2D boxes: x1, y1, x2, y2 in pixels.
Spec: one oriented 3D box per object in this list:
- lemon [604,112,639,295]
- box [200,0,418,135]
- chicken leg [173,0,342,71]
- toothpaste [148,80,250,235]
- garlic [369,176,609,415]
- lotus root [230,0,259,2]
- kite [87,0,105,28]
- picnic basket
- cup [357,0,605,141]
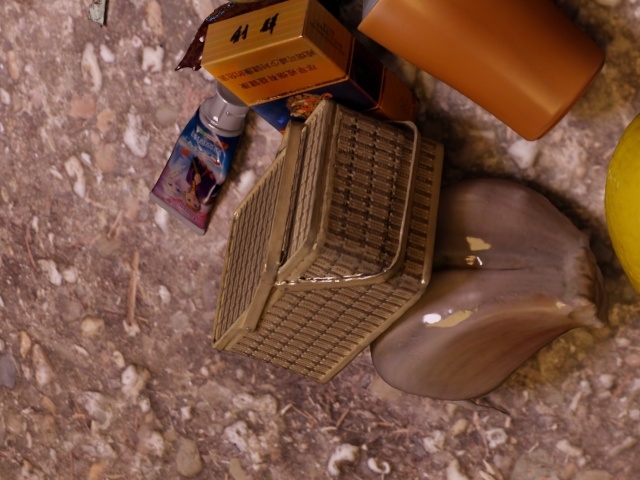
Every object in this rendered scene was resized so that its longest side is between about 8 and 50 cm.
[{"bbox_3d":[0.427,-0.027,1.690,0.245,0.245,0.320,3,121,30],"label":"lemon"},{"bbox_3d":[-0.010,-0.187,1.898,0.152,0.070,0.237,-12,148,34],"label":"box"},{"bbox_3d":[-0.076,-0.266,1.953,0.234,0.105,0.063,-12,119,34],"label":"chicken leg"},{"bbox_3d":[-0.156,-0.110,2.131,0.096,0.061,0.266,38,136,6],"label":"toothpaste"},{"bbox_3d":[0.177,0.068,1.972,0.246,0.231,0.340,2,150,-19],"label":"garlic"},{"bbox_3d":[-0.039,-0.368,1.850,0.278,0.154,0.154,-14,108,32],"label":"lotus root"},{"bbox_3d":[-0.274,-0.439,2.034,0.406,0.014,0.368,24,127,17],"label":"kite"},{"bbox_3d":[0.000,0.000,1.919,0.175,0.228,0.313,20,146,-17],"label":"picnic basket"},{"bbox_3d":[0.173,-0.234,1.796,0.264,0.182,0.226,40,163,-3],"label":"cup"}]
